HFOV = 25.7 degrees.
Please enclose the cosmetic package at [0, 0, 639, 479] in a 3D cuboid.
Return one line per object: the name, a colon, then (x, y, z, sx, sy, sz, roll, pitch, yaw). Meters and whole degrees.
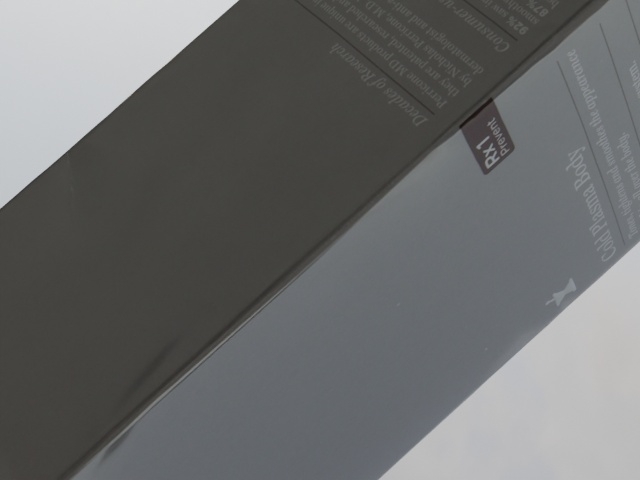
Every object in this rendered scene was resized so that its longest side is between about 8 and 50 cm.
cosmetic package: (0.000, 0.000, 0.446, 0.238, 0.127, 0.107, -45, -126, -5)
